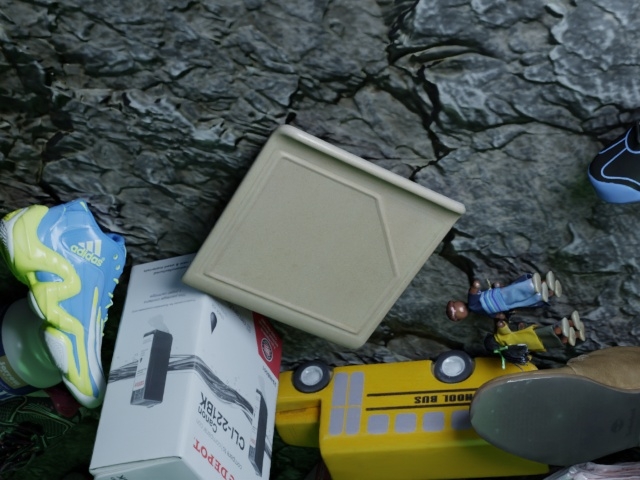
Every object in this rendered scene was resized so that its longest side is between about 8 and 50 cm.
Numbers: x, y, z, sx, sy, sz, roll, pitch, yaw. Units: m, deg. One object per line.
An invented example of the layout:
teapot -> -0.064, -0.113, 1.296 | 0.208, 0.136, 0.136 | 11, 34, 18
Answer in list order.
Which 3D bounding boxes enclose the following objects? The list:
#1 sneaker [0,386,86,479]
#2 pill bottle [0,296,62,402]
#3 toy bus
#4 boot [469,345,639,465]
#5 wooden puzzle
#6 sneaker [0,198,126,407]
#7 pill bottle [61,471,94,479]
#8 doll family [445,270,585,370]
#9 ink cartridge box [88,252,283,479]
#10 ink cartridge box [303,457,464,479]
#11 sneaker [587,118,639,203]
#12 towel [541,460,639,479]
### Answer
sneaker -> -0.426, 0.276, 1.585 | 0.299, 0.112, 0.121 | -31, 128, 35
pill bottle -> -0.359, 0.129, 1.400 | 0.187, 0.112, 0.112 | -20, 134, 27
toy bus -> 0.107, 0.221, 1.440 | 0.333, 0.130, 0.108 | -6, 139, 13
boot -> 0.299, 0.178, 1.335 | 0.306, 0.115, 0.112 | 2, 117, -17
wooden puzzle -> 0.000, 0.000, 1.232 | 0.221, 0.044, 0.238 | 23, 125, -20
sneaker -> -0.253, 0.063, 1.276 | 0.126, 0.091, 0.240 | -26, 114, -17
pill bottle -> -0.297, 0.435, 1.753 | 0.216, 0.121, 0.121 | 26, 136, -24
doll family -> 0.217, 0.087, 1.318 | 0.111, 0.076, 0.193 | -13, 132, 27
ink cartridge box -> -0.140, 0.180, 1.308 | 0.114, 0.272, 0.197 | -12, 137, 20
ink cartridge box -> 0.056, 0.423, 1.698 | 0.207, 0.117, 0.283 | 18, 138, -15
sneaker -> 0.334, -0.117, 1.054 | 0.232, 0.081, 0.090 | -29, 127, 26
towel -> 0.289, 0.375, 1.537 | 0.332, 0.053, 0.317 | -39, 150, 27
